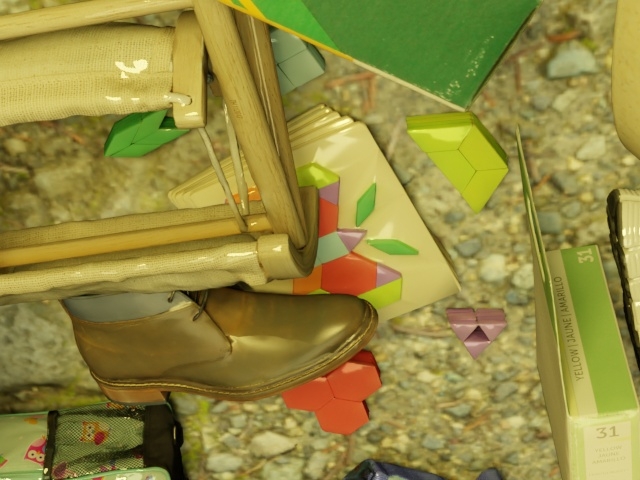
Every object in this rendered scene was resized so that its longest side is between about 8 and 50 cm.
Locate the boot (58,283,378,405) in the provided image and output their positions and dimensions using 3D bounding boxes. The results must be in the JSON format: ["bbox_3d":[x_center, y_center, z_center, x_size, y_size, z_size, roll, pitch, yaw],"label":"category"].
[{"bbox_3d":[-0.077,0.051,1.004,0.219,0.082,0.106,-12,132,18],"label":"boot"}]

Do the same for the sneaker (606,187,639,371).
[{"bbox_3d":[0.265,0.047,1.041,0.094,0.081,0.208,-13,128,6],"label":"sneaker"}]

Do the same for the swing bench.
[{"bbox_3d":[-0.148,-0.059,0.871,0.253,0.165,0.254,-8,125,8],"label":"swing bench"}]

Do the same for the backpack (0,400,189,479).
[{"bbox_3d":[-0.203,0.212,1.128,0.188,0.144,0.166,1,135,2],"label":"backpack"}]

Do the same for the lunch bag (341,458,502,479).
[{"bbox_3d":[0.076,0.305,1.238,0.221,0.138,0.293,24,113,-18],"label":"lunch bag"}]

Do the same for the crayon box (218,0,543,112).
[{"bbox_3d":[-0.052,-0.208,0.744,0.323,0.203,0.083,21,125,-18],"label":"crayon box"}]

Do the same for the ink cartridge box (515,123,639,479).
[{"bbox_3d":[0.175,0.059,0.989,0.056,0.171,0.235,-7,129,4],"label":"ink cartridge box"}]

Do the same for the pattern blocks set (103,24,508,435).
[{"bbox_3d":[0.000,0.000,1.031,0.285,0.026,0.325,-36,121,25],"label":"pattern blocks set"}]

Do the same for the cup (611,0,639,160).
[{"bbox_3d":[0.294,-0.116,0.791,0.237,0.331,0.331,11,133,23],"label":"cup"}]
